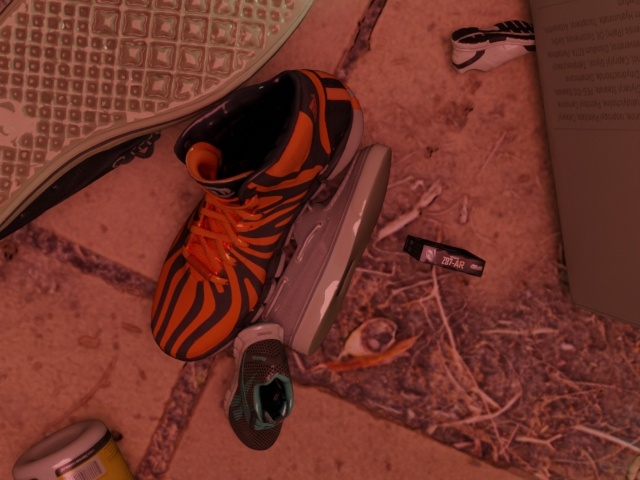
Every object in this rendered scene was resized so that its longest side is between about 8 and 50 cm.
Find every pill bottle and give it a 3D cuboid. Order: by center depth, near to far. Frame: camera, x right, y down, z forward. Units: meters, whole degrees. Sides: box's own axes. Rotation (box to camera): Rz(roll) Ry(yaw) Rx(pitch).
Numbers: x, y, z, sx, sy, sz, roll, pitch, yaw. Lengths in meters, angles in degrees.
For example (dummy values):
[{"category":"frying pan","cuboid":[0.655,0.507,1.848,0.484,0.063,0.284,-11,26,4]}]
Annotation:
[{"category":"pill bottle","cuboid":[-0.222,0.280,1.213,0.103,0.103,0.184,-26,99,-4]}]

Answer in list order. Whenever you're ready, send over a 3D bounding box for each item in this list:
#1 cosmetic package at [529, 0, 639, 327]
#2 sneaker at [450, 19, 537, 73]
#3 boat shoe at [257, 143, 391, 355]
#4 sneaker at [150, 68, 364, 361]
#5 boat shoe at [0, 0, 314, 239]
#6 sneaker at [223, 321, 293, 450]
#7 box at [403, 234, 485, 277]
[{"category":"cosmetic package","cuboid":[0.419,-0.133,1.126,0.329,0.327,0.394,-11,98,-13]},{"category":"sneaker","cuboid":[0.182,-0.198,1.252,0.109,0.040,0.044,-7,130,-14]},{"category":"boat shoe","cuboid":[0.000,0.001,1.222,0.081,0.079,0.227,24,93,13]},{"category":"sneaker","cuboid":[-0.095,-0.027,1.134,0.124,0.180,0.321,33,100,20]},{"category":"boat shoe","cuboid":[-0.223,-0.145,1.119,0.500,0.156,0.187,-37,98,1]},{"category":"sneaker","cuboid":[-0.058,0.162,1.209,0.065,0.076,0.166,-11,133,-15]},{"category":"box","cuboid":[0.125,0.016,1.240,0.067,0.083,0.018,15,95,-8]}]
